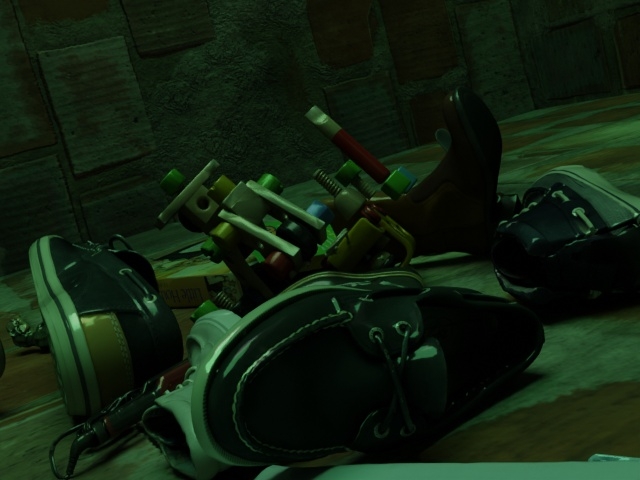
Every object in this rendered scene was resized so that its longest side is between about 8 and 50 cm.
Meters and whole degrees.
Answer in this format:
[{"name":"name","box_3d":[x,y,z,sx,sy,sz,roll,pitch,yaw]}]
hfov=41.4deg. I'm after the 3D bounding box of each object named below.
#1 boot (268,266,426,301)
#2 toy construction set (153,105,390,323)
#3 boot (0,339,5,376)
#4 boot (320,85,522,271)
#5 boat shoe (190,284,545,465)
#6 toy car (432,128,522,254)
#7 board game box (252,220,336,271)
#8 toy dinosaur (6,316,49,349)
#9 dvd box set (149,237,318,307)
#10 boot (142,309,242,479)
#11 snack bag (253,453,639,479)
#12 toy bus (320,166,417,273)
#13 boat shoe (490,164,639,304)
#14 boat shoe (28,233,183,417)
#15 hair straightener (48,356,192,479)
[{"name":"boot","box_3d":[0.031,0.084,0.990,0.198,0.076,0.137,-16,14,3]},{"name":"toy construction set","box_3d":[-0.093,-0.057,1.160,0.309,0.237,0.257,-47,-2,4]},{"name":"boot","box_3d":[-0.596,0.213,1.005,0.378,0.138,0.284,-17,7,15]},{"name":"boot","box_3d":[0.131,-0.079,1.226,0.281,0.264,0.096,-8,39,29]},{"name":"boat shoe","box_3d":[0.061,0.098,0.647,0.113,0.127,0.340,-1,-1,43]},{"name":"toy car","box_3d":[0.225,-0.092,1.351,0.149,0.188,0.155,-8,11,37]},{"name":"board game box","box_3d":[0.000,0.000,1.385,0.260,0.039,0.124,-7,31,-26]},{"name":"toy dinosaur","box_3d":[-0.399,0.139,1.386,0.268,0.064,0.118,-4,27,37]},{"name":"dvd box set","box_3d":[-0.174,0.047,1.566,0.420,0.062,0.308,-6,13,45]},{"name":"boot","box_3d":[-0.110,0.138,0.785,0.123,0.095,0.258,-18,14,-23]},{"name":"snack bag","box_3d":[0.020,0.196,0.435,0.323,0.037,0.342,-10,8,27]},{"name":"toy bus","box_3d":[0.076,0.020,1.135,0.202,0.104,0.191,-49,-4,-35]},{"name":"boat shoe","box_3d":[0.261,-0.012,0.990,0.158,0.127,0.340,-8,9,-5]},{"name":"boat shoe","box_3d":[-0.296,0.093,1.138,0.156,0.186,0.500,-16,15,-19]},{"name":"hair straightener","box_3d":[-0.194,0.182,0.885,0.089,0.047,0.230,-24,7,40]}]
